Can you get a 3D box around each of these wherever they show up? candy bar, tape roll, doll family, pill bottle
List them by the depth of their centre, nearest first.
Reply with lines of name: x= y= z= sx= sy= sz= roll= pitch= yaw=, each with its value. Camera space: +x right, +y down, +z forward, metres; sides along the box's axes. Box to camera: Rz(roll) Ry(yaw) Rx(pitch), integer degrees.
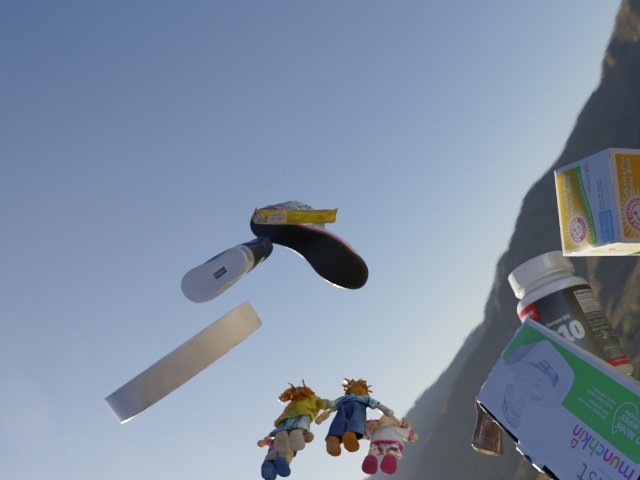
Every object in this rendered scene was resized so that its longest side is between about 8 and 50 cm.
doll family: x=0.019 y=0.281 z=1.139 sx=0.163 sy=0.263 sz=0.118 roll=-59 pitch=-38 yaw=-70
candy bar: x=-0.046 y=-0.045 z=1.318 sx=0.040 sy=0.162 sz=0.018 roll=106 pitch=159 yaw=-49
pill bottle: x=0.515 y=0.176 z=1.503 sx=0.161 sy=0.283 sz=0.161 roll=-17 pitch=-25 yaw=-8
tape roll: x=-0.310 y=0.274 z=1.641 sx=0.392 sy=0.072 sz=0.392 roll=-34 pitch=-1 yaw=0

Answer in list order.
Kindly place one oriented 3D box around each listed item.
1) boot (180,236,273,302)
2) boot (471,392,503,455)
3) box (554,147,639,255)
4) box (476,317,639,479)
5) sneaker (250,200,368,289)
boot: x=-0.168 y=0.054 z=1.301 sx=0.190 sy=0.069 sz=0.086 roll=-27 pitch=0 yaw=37
boot: x=0.300 y=0.315 z=1.178 sx=0.114 sy=0.106 sz=0.037 roll=-71 pitch=2 yaw=-54
box: x=0.401 y=-0.042 z=0.864 sx=0.103 sy=0.203 sz=0.114 roll=153 pitch=116 yaw=-70
box: x=0.331 y=0.220 z=0.755 sx=0.126 sy=0.231 sz=0.262 roll=-59 pitch=18 yaw=5
sneaker: x=0.000 y=-0.001 z=1.466 sx=0.145 sy=0.270 sz=0.090 roll=-28 pitch=-37 yaw=-64
